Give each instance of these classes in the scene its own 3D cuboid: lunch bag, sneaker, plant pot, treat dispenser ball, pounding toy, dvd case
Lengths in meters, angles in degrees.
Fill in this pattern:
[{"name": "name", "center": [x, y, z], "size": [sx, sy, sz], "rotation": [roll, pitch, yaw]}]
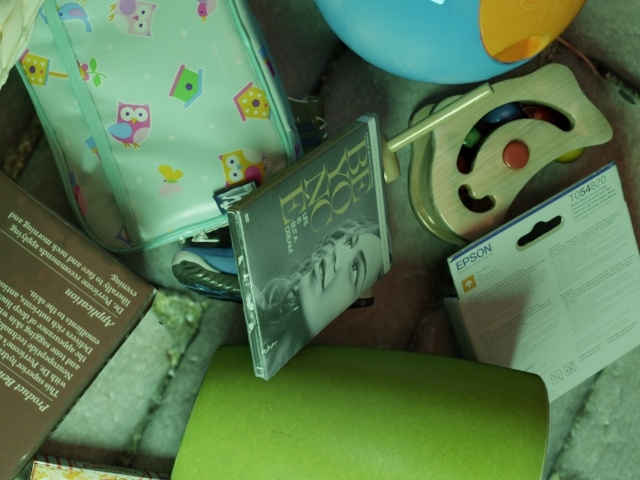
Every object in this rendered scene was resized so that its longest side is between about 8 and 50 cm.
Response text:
[{"name": "lunch bag", "center": [-0.150, -0.128, 0.964], "size": [0.224, 0.108, 0.279], "rotation": [-20, 94, 6]}, {"name": "sneaker", "center": [-0.015, -0.105, 1.055], "size": [0.192, 0.064, 0.086], "rotation": [38, 84, -11]}, {"name": "plant pot", "center": [0.022, 0.206, 0.984], "size": [0.293, 0.275, 0.275], "rotation": [19, 84, -1]}, {"name": "treat dispenser ball", "center": [0.120, -0.291, 0.984], "size": [0.288, 0.288, 0.288], "rotation": [0, 90, -18]}, {"name": "pounding toy", "center": [0.176, -0.080, 1.071], "size": [0.269, 0.155, 0.154], "rotation": [-20, 94, -13]}, {"name": "dvd case", "center": [0.000, 0.000, 0.957], "size": [0.221, 0.018, 0.165], "rotation": [-39, 130, -46]}, {"name": "sneaker", "center": [-0.046, 0.022, 1.047], "size": [0.211, 0.080, 0.081], "rotation": [6, 82, -27]}]

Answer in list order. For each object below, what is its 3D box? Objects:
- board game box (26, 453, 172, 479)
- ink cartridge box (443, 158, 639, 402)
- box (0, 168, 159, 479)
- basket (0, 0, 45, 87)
[{"name": "board game box", "center": [-0.218, 0.309, 1.000], "size": [0.146, 0.045, 0.194], "rotation": [13, 86, -17]}, {"name": "ink cartridge box", "center": [0.240, 0.055, 1.119], "size": [0.223, 0.045, 0.224], "rotation": [-28, 116, -16]}, {"name": "box", "center": [-0.266, 0.076, 0.910], "size": [0.168, 0.167, 0.203], "rotation": [38, 79, -5]}, {"name": "basket", "center": [-0.363, -0.258, 0.787], "size": [0.266, 0.328, 0.331], "rotation": [29, 79, -38]}]
